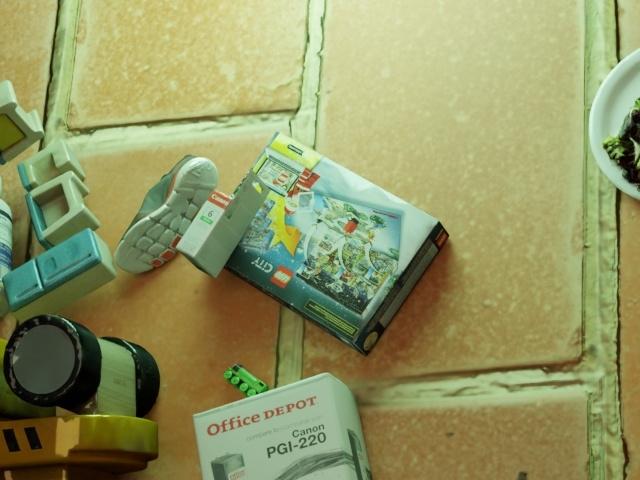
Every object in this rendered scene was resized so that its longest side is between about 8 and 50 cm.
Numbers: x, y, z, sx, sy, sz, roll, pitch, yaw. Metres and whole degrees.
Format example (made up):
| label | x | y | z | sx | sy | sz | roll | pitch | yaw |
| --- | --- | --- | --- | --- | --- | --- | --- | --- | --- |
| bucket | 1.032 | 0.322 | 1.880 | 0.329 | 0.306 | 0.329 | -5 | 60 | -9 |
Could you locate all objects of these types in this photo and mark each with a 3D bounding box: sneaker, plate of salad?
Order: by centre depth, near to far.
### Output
| label | x | y | z | sx | sy | sz | roll | pitch | yaw |
| --- | --- | --- | --- | --- | --- | --- | --- | --- | --- |
| plate of salad | 0.371 | -0.129 | 1.810 | 0.199 | 0.048 | 0.200 | -8 | 65 | 18 |
| sneaker | -0.177 | -0.031 | 1.994 | 0.158 | 0.061 | 0.065 | -48 | 30 | -2 |

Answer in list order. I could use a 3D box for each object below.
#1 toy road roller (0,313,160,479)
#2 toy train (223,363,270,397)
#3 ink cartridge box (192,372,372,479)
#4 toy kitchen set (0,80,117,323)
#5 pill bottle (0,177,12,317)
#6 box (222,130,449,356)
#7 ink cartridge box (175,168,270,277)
| label | x | y | z | sx | sy | sz | roll | pitch | yaw |
| --- | --- | --- | --- | --- | --- | --- | --- | --- | --- |
| toy road roller | -0.331 | 0.219 | 1.855 | 0.329 | 0.202 | 0.241 | -7 | 76 | 17 |
| toy train | -0.070 | 0.158 | 1.878 | 0.083 | 0.017 | 0.024 | 36 | 74 | 31 |
| ink cartridge box | -0.029 | 0.262 | 1.771 | 0.158 | 0.092 | 0.218 | -19 | 60 | 13 |
| toy kitchen set | -0.341 | -0.043 | 1.976 | 0.122 | 0.166 | 0.207 | -30 | 48 | 7 |
| pill bottle | -0.403 | 0.003 | 2.036 | 0.094 | 0.094 | 0.169 | -13 | 63 | 16 |
| box | 0.000 | 0.000 | 1.903 | 0.233 | 0.044 | 0.159 | 31 | 82 | 30 |
| ink cartridge box | -0.103 | -0.023 | 1.891 | 0.029 | 0.063 | 0.115 | 27 | 79 | 27 |
